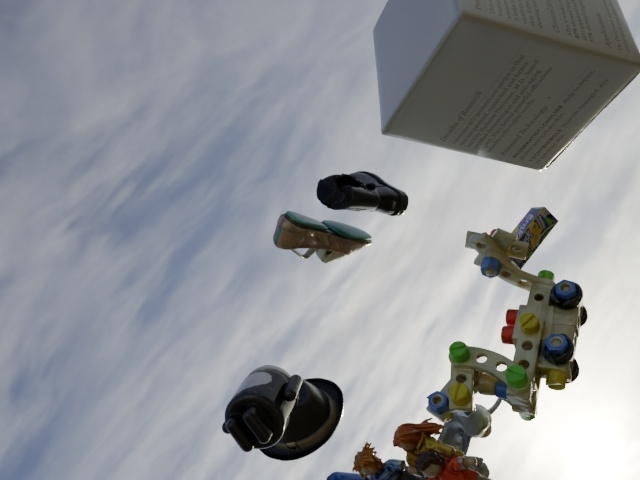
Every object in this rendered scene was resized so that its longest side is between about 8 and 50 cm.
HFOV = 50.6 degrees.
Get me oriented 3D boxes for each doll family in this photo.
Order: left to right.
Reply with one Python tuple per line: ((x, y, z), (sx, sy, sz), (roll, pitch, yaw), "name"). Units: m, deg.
((0.140, 0.353, 1.018), (0.163, 0.118, 0.263), (30, -54, -14), "doll family")

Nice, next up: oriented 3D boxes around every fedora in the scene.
((-0.096, 0.526, 2.134), (0.334, 0.334, 0.152), (-46, -56, -18), "fedora")

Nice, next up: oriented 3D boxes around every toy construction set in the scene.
((0.297, 0.138, 1.071), (0.151, 0.215, 0.328), (45, -127, -50), "toy construction set")

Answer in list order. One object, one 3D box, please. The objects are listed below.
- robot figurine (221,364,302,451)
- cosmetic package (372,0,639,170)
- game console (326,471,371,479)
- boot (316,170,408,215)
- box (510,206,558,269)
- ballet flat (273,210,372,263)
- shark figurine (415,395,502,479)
((-0.161, 0.456, 1.861), (0.278, 0.209, 0.174), (-52, -33, -68), "robot figurine")
((0.353, -0.396, 1.380), (0.393, 0.329, 0.327), (10, -34, -16), "cosmetic package")
((0.099, 0.628, 1.314), (0.250, 0.293, 0.173), (18, -50, -32), "game console")
((0.072, -0.128, 1.689), (0.207, 0.246, 0.094), (7, -76, -36), "boot")
((0.483, -0.001, 1.601), (0.054, 0.059, 0.169), (43, -100, -11), "box")
((0.000, 0.000, 1.716), (0.316, 0.107, 0.106), (13, -70, -42), "ballet flat")
((0.223, 0.341, 1.226), (0.166, 0.116, 0.278), (-42, -15, -47), "shark figurine")
